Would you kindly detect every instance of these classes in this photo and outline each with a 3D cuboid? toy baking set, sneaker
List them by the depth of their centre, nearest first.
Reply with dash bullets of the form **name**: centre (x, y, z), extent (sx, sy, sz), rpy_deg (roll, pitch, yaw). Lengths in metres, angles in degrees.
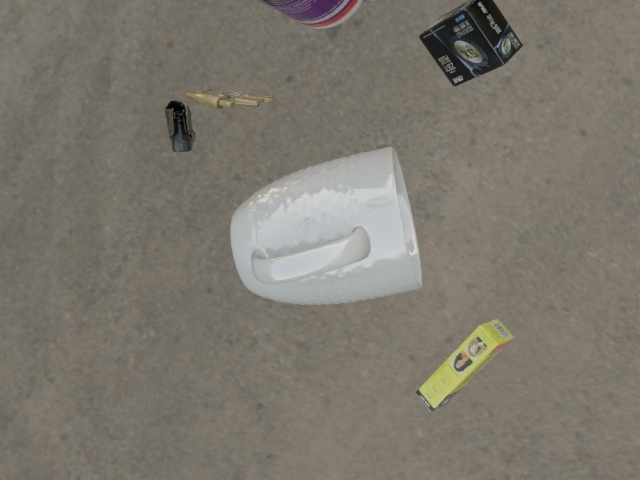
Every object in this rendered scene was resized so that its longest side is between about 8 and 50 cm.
- **sneaker**: centre (-0.255, -0.216, 1.246), extent (0.170, 0.051, 0.089), rpy_deg (-118, 23, -65)
- **toy baking set**: centre (-0.226, -0.348, 1.684), extent (0.256, 0.197, 0.030), rpy_deg (17, 110, 33)

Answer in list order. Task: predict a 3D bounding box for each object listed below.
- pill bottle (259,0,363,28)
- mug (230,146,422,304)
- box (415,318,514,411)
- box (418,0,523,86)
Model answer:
- **pill bottle**: centre (-0.057, -0.471, 1.112), extent (0.181, 0.323, 0.181), rpy_deg (1, 91, 28)
- **mug**: centre (0.000, 0.000, 1.275), extent (0.328, 0.374, 0.276), rpy_deg (-12, 101, 12)
- **box**: centre (0.306, 0.267, 1.461), extent (0.058, 0.087, 0.232), rpy_deg (50, 122, 25)
- **box**: centre (0.329, -0.441, 1.515), extent (0.077, 0.147, 0.180), rpy_deg (-45, 16, -21)
